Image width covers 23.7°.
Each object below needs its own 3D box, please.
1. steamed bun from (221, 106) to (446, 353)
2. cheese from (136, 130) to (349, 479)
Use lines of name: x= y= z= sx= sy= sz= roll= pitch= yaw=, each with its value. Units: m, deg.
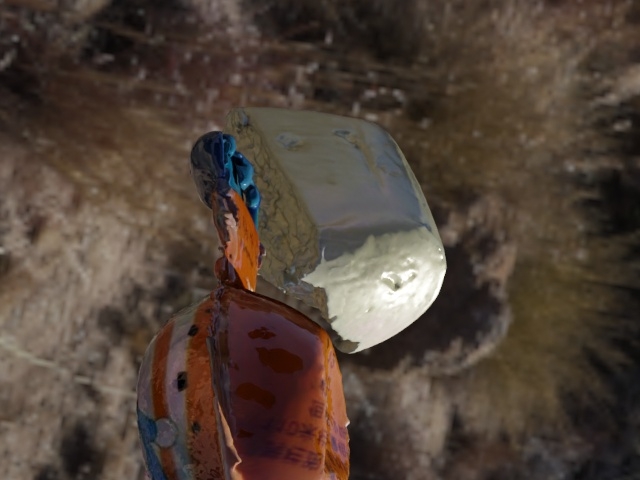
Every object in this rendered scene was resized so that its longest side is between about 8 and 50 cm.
steamed bun: x=0.000 y=0.000 z=1.410 sx=0.225 sy=0.200 sz=0.170 roll=-111 pitch=-145 yaw=-50
cheese: x=-0.054 y=0.082 z=1.077 sx=0.217 sy=0.129 sz=0.329 roll=70 pitch=13 yaw=-63
